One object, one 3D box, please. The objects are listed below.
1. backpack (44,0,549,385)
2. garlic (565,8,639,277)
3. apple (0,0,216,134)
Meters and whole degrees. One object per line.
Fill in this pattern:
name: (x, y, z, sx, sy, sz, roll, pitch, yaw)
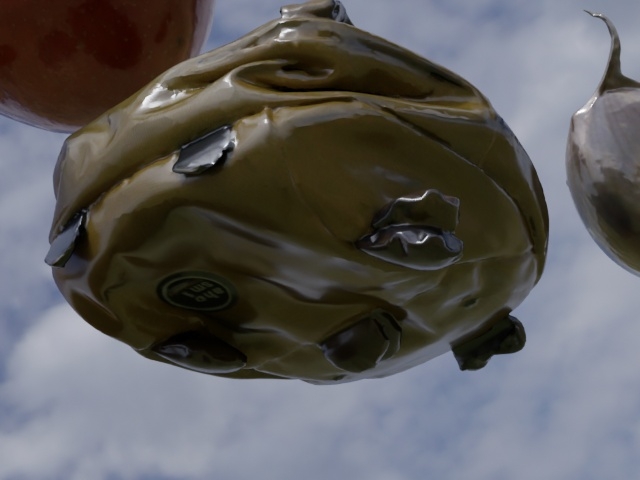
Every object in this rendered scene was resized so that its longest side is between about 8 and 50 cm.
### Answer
backpack: (0.001, -0.006, 1.322, 0.378, 0.201, 0.353, 17, -33, -36)
garlic: (0.274, -0.062, 1.549, 0.148, 0.266, 0.128, -42, -3, -31)
apple: (-0.222, -0.228, 1.597, 0.260, 0.260, 0.216, -28, -30, 5)
